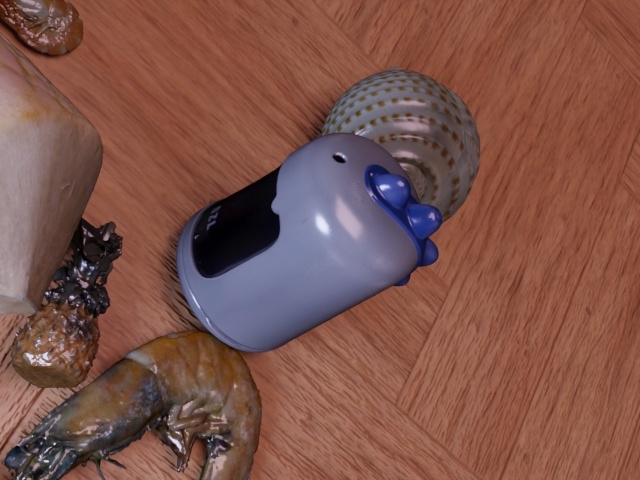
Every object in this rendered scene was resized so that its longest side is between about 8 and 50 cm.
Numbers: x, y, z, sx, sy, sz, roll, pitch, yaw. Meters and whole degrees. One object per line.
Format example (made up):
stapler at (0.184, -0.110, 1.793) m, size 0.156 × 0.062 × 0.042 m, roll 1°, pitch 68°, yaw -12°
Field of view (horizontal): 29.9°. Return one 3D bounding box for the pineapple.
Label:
pineapple at (-0.325, 0.077, 1.592) m, size 0.111 × 0.119 × 0.237 m, roll 39°, pitch 54°, yaw -37°

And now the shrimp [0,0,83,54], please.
shrimp at (-0.418, -0.324, 1.694) m, size 0.184 × 0.043 × 0.091 m, roll 25°, pitch 66°, yaw -30°

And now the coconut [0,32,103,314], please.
coconut at (-0.456, -0.066, 1.393) m, size 0.415 × 0.344 × 0.415 m, roll 7°, pitch 56°, yaw -11°

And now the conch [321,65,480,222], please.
conch at (0.155, -0.161, 1.976) m, size 0.303 × 0.215 × 0.319 m, roll 43°, pitch 55°, yaw -31°

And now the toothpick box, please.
toothpick box at (0.000, 0.000, 1.685) m, size 0.263 × 0.354 × 0.263 m, roll 27°, pitch 48°, yaw -35°

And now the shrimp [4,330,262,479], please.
shrimp at (-0.245, 0.289, 1.618) m, size 0.445 × 0.085 × 0.272 m, roll -23°, pitch 96°, yaw -44°
